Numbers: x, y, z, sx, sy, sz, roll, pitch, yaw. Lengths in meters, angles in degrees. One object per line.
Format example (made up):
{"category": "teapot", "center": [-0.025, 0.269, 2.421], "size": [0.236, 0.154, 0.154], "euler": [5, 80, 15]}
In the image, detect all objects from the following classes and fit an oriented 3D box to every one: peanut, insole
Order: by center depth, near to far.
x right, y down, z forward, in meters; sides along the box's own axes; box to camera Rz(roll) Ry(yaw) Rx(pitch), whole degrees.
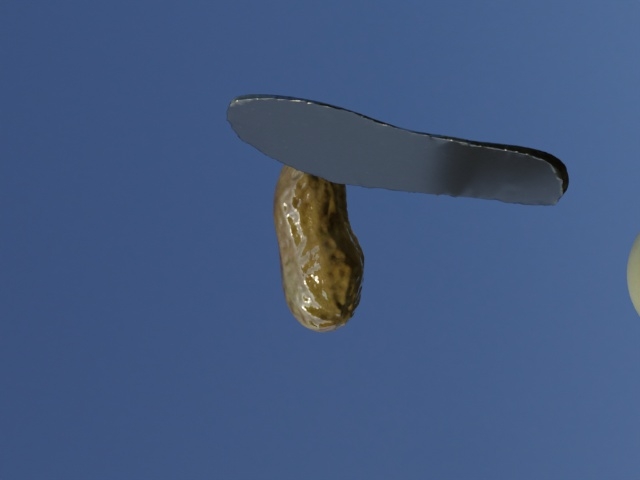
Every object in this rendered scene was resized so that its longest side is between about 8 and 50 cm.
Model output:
{"category": "insole", "center": [0.064, -0.079, 1.429], "size": [0.110, 0.309, 0.012], "euler": [78, -153, -51]}
{"category": "peanut", "center": [0.000, 0.000, 1.910], "size": [0.095, 0.108, 0.226], "euler": [-19, -72, -38]}

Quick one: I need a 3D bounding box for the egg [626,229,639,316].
{"category": "egg", "center": [0.456, 0.025, 1.777], "size": [0.254, 0.188, 0.188], "euler": [-15, -73, -18]}
